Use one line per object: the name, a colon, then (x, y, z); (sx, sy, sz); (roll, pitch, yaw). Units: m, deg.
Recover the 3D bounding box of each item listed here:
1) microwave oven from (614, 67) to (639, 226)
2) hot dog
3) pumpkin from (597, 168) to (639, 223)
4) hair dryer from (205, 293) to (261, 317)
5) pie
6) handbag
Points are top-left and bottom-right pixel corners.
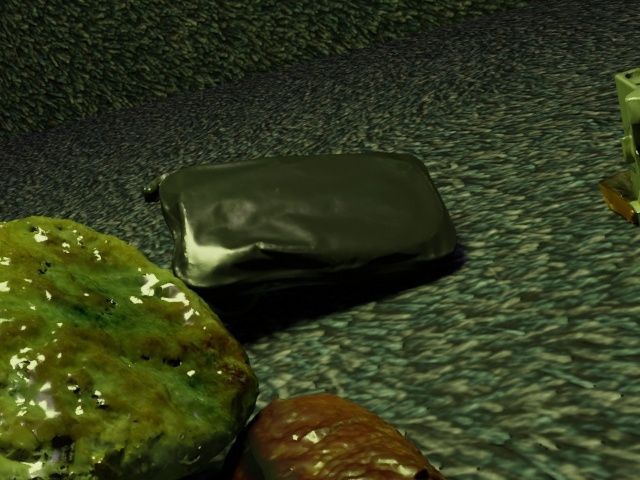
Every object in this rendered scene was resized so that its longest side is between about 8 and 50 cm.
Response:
microwave oven: (0.412, -0.051, 0.702); (0.287, 0.218, 0.355); (-15, 20, 7)
hot dog: (0.008, 0.175, 0.597); (0.161, 0.099, 0.227); (-20, 19, -9)
pumpkin: (0.356, -0.056, 1.003); (0.074, 0.053, 0.083); (-23, 25, -3)
hair dryer: (-0.208, 0.069, 1.111); (0.248, 0.077, 0.195); (-27, 20, -12)
pie: (-0.179, 0.073, 0.649); (0.277, 0.078, 0.277); (24, 22, -10)
handbag: (-0.024, -0.022, 1.027); (0.332, 0.075, 0.191); (-7, 48, -12)
